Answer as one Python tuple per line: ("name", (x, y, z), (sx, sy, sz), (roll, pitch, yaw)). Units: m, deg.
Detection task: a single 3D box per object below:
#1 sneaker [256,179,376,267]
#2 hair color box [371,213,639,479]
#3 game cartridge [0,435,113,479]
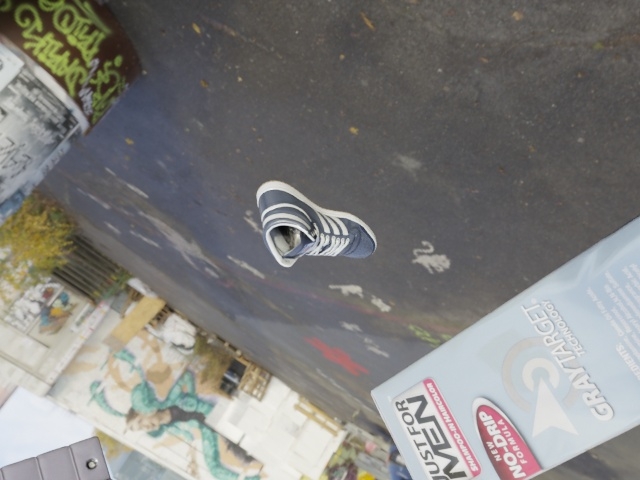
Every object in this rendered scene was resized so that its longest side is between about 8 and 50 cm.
("sneaker", (0.000, 0.000, 1.073), (0.282, 0.099, 0.153), (26, -150, -25))
("hair color box", (0.243, 0.069, 0.422), (0.185, 0.374, 0.114), (16, -140, -53))
("game cartridge", (-0.288, 0.405, 0.550), (0.068, 0.230, 0.355), (-43, 65, 35))
